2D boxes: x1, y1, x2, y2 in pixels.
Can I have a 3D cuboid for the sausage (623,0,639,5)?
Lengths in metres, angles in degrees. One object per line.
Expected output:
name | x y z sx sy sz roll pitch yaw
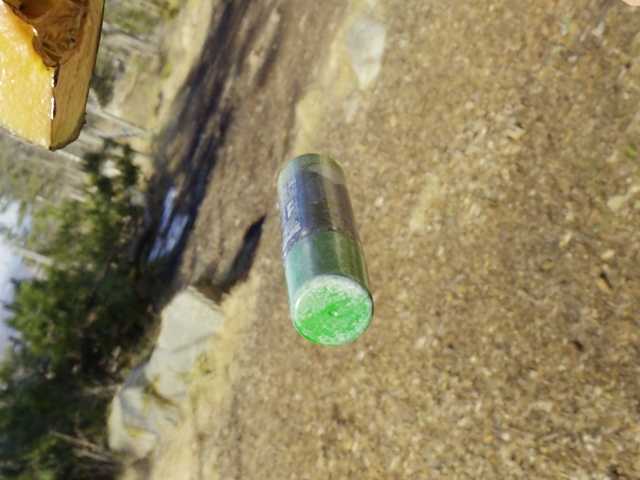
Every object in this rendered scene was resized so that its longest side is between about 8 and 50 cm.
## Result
sausage | 0.205 -0.237 0.615 0.043 0.043 0.186 149 133 -63

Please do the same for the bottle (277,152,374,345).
bottle | 0.000 0.000 1.084 0.093 0.093 0.330 -61 17 22

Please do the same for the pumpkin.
pumpkin | -0.317 -0.267 0.989 0.169 0.148 0.312 -80 1 -60
